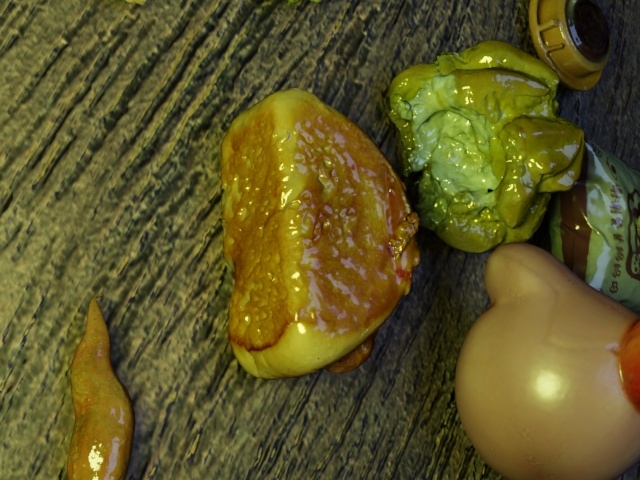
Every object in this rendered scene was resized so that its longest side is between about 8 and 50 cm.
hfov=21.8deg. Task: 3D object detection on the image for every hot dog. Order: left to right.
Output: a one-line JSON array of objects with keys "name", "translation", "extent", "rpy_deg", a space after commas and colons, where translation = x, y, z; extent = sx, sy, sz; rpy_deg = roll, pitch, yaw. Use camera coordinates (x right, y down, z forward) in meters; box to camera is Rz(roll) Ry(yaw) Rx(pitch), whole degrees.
[{"name": "hot dog", "translation": [0.000, 0.000, 1.510], "extent": [0.153, 0.150, 0.257], "rpy_deg": [8, 71, -39]}]

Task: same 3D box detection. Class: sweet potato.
[{"name": "sweet potato", "translation": [-0.176, 0.134, 1.328], "extent": [0.056, 0.056, 0.195], "rpy_deg": [16, 61, -46]}]

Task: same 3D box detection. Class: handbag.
[{"name": "handbag", "translation": [0.331, -0.002, 1.921], "extent": [0.235, 0.127, 0.213], "rpy_deg": [23, 62, -58]}]

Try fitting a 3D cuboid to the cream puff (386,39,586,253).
[{"name": "cream puff", "translation": [0.188, -0.099, 1.744], "extent": [0.194, 0.194, 0.221], "rpy_deg": [-21, 97, -51]}]

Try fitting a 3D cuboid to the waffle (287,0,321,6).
[{"name": "waffle", "translation": [-0.032, -0.336, 1.654], "extent": [0.214, 0.054, 0.208], "rpy_deg": [61, 38, -11]}]

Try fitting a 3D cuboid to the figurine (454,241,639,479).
[{"name": "figurine", "translation": [0.256, 0.154, 1.676], "extent": [0.211, 0.261, 0.270], "rpy_deg": [-57, 156, -24]}]

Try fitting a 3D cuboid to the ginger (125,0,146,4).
[{"name": "ginger", "translation": [-0.208, -0.279, 1.421], "extent": [0.258, 0.065, 0.149], "rpy_deg": [-4, 78, -48]}]

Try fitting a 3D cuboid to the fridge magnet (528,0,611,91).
[{"name": "fridge magnet", "translation": [0.303, -0.250, 2.015], "extent": [0.143, 0.063, 0.143], "rpy_deg": [19, 62, -42]}]
